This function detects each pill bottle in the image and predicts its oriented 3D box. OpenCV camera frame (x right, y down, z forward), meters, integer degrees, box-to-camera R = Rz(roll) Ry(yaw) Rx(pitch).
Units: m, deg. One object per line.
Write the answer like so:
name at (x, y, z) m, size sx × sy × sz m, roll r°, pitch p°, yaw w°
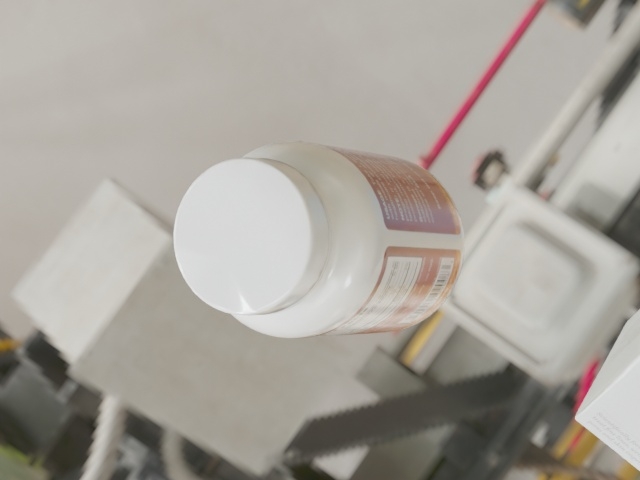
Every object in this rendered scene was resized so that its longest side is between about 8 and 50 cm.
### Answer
pill bottle at (0.000, 0.000, 1.080) m, size 0.121 × 0.121 × 0.216 m, roll 35°, pitch -167°, yaw 22°

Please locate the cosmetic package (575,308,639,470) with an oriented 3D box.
cosmetic package at (0.390, 0.141, 1.794) m, size 0.151 × 0.151 × 0.184 m, roll 39°, pitch -135°, yaw 2°
